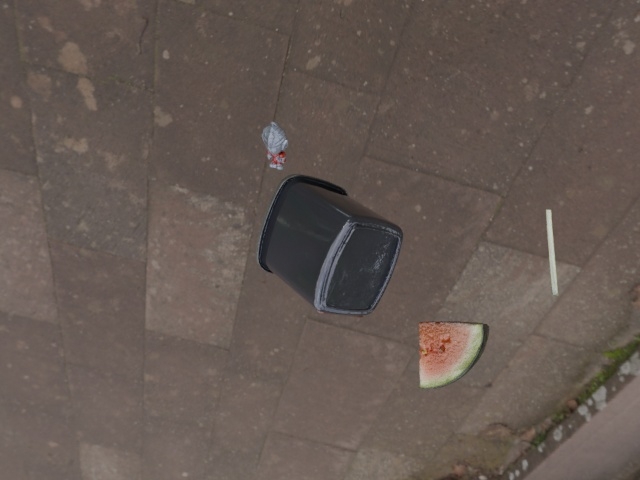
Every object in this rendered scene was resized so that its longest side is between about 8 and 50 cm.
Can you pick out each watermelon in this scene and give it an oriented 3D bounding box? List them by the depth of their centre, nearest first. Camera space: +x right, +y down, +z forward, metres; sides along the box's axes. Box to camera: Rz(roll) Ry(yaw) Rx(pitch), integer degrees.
[{"bbox_3d":[0.285,0.223,0.904,0.145,0.137,0.193,14,122,-47],"label":"watermelon"}]

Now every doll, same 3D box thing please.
[{"bbox_3d":[-0.145,-0.303,1.366,0.094,0.079,0.180,20,139,17],"label":"doll"}]

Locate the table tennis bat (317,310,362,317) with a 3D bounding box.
[{"bbox_3d":[0.038,0.167,0.988,0.098,0.019,0.154,1,166,31],"label":"table tennis bat"}]

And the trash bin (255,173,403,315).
[{"bbox_3d":[0.000,0.000,0.801,0.182,0.290,0.210,13,103,-34],"label":"trash bin"}]

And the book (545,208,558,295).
[{"bbox_3d":[0.546,0.032,1.006,0.013,0.168,0.193,-4,84,29],"label":"book"}]
